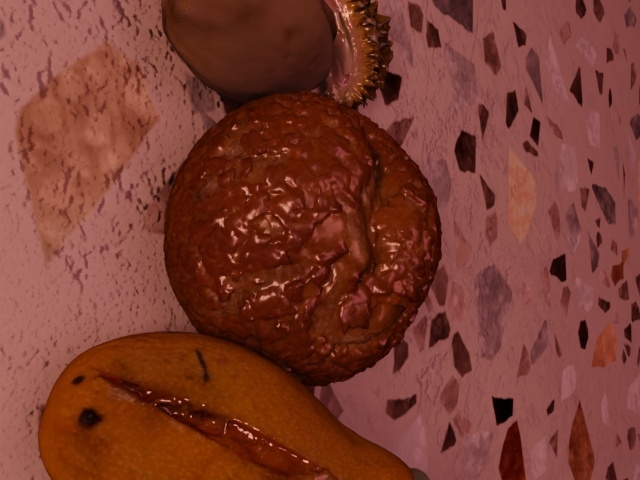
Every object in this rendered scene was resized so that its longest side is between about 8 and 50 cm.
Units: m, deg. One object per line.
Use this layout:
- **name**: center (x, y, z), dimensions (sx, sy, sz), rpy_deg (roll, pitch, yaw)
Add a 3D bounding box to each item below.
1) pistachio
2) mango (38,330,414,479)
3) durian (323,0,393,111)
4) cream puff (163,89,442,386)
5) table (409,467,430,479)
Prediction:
- **pistachio**: center (-0.063, -0.204, 0.639), dimensions (0.238, 0.153, 0.138), rpy_deg (15, 85, -77)
- **mango**: center (-0.075, 0.161, 0.500), dimensions (0.177, 0.294, 0.120), rpy_deg (-59, 159, -44)
- **durian**: center (0.036, -0.269, 0.792), dimensions (0.140, 0.078, 0.224), rpy_deg (-45, 121, -40)
- **cream puff**: center (0.000, 0.000, 0.639), dimensions (0.302, 0.212, 0.304), rpy_deg (1, 89, -44)
- **table**: center (0.084, 0.330, 0.719), dimensions (0.166, 0.198, 0.167), rpy_deg (5, 84, -47)
